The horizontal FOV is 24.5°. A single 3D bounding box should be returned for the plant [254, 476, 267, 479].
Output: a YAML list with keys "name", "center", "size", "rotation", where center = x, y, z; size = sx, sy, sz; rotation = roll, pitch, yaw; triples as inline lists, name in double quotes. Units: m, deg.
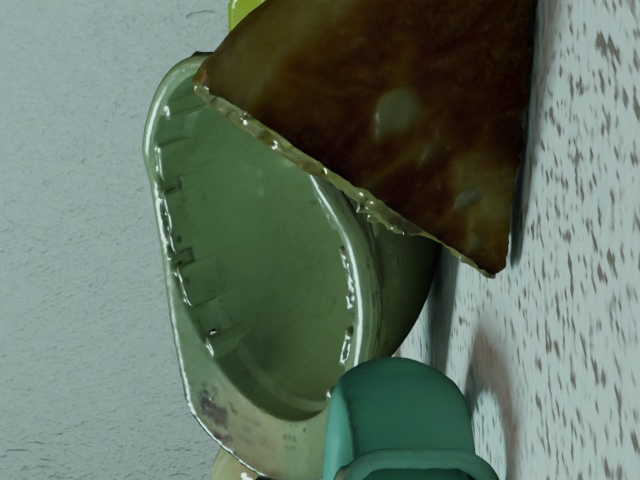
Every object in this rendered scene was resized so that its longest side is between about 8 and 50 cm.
- name: "plant"
  center: [-0.018, 0.280, 0.904]
  size: [0.146, 0.149, 0.274]
  rotation: [-152, 62, -71]

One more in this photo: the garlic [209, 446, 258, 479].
- name: "garlic"
  center: [-0.002, 0.193, 1.140]
  size: [0.164, 0.145, 0.245]
  rotation: [-52, -16, -25]

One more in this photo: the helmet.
- name: "helmet"
  center: [0.003, 0.003, 0.878]
  size: [0.204, 0.137, 0.257]
  rotation: [20, 121, 48]

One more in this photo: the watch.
- name: "watch"
  center: [0.033, 0.160, 0.668]
  size: [0.195, 0.068, 0.237]
  rotation: [-91, 4, -53]

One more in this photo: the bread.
- name: "bread"
  center: [0.016, -0.060, 0.579]
  size: [0.054, 0.136, 0.154]
  rotation: [-169, 79, -70]

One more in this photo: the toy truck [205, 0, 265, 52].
- name: "toy truck"
  center: [-0.006, -0.115, 0.973]
  size: [0.272, 0.157, 0.124]
  rotation: [96, 177, -55]
